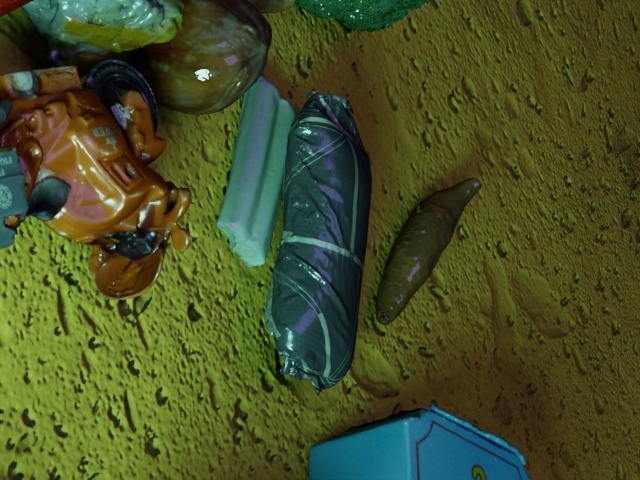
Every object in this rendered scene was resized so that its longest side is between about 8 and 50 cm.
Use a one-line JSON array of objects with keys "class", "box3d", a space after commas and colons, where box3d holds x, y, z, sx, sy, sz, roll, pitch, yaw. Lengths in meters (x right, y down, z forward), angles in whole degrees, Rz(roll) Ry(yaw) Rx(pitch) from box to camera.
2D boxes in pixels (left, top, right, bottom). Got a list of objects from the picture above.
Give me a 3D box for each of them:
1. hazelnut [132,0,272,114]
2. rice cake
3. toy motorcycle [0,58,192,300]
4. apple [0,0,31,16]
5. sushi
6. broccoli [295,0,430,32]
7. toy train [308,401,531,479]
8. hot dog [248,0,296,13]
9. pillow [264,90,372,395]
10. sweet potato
[{"class": "hazelnut", "box3d": [-0.120, -0.203, 1.529, 0.143, 0.143, 0.154, 65, 33, -17]}, {"class": "rice cake", "box3d": [-0.070, -0.081, 1.645, 0.080, 0.042, 0.221, 49, 41, -43]}, {"class": "toy motorcycle", "box3d": [-0.237, -0.043, 1.292, 0.326, 0.148, 0.221, -18, 92, -53]}, {"class": "apple", "box3d": [-0.303, -0.298, 1.177, 0.216, 0.260, 0.260, 75, 23, -52]}, {"class": "sushi", "box3d": [-0.216, -0.278, 1.403, 0.184, 0.139, 0.274, 8, 70, -53]}, {"class": "broccoli", "box3d": [0.063, -0.407, 1.821, 0.254, 0.269, 0.269, -2, 81, -62]}, {"class": "toy train", "box3d": [0.124, 0.336, 1.668, 0.300, 0.188, 0.265, 32, 49, -44]}, {"class": "hot dog", "box3d": [-0.112, -0.300, 1.643, 0.236, 0.062, 0.092, 3, 60, -51]}, {"class": "pillow", "box3d": [0.000, 0.000, 1.641, 0.161, 0.092, 0.335, 51, 44, -64]}, {"class": "sweet potato", "box3d": [0.127, 0.005, 1.894, 0.072, 0.066, 0.314, 56, 40, -17]}]
